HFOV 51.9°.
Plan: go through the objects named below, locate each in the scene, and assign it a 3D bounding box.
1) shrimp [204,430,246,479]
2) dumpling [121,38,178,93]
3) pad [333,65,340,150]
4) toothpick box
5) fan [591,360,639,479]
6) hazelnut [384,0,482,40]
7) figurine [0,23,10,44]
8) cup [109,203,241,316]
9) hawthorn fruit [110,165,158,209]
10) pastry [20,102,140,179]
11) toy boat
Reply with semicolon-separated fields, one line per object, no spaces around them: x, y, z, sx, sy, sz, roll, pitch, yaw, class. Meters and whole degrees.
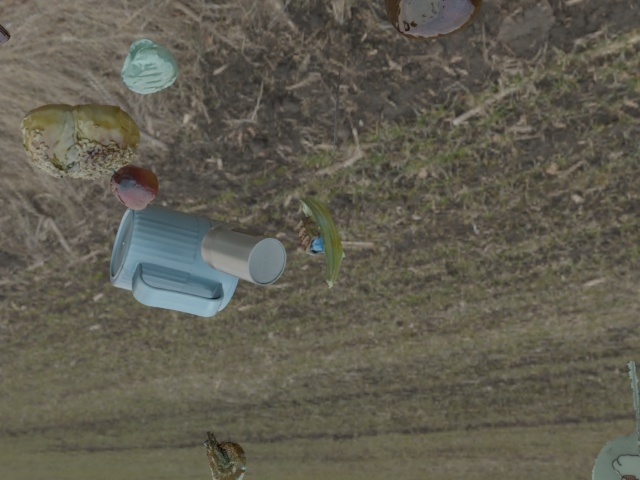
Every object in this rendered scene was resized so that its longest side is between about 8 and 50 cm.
-0.225;0.500;1.524;0.041;0.099;0.180;33;-174;-38;shrimp
-0.486;-0.497;1.854;0.153;0.108;0.219;-21;156;6;dumpling
0.048;-0.382;1.884;0.004;0.243;0.163;3;126;2;pad
-0.174;0.030;1.464;0.181;0.111;0.111;15;168;45;toothpick box
0.613;0.390;1.265;0.191;0.328;0.009;-15;147;41;fan
0.262;-0.566;1.563;0.234;0.218;0.218;39;178;38;hazelnut
-0.566;-0.354;1.037;0.082;0.098;0.154;-34;173;-4;figurine
-0.408;0.072;1.833;0.311;0.331;0.257;16;147;-25;cup
-0.304;-0.087;1.076;0.077;0.077;0.077;3;154;2;hawthorn fruit
-0.663;-0.263;1.838;0.316;0.184;0.284;-2;168;-19;pastry
0.000;0.000;1.140;0.066;0.172;0.065;-19;152;-4;toy boat
